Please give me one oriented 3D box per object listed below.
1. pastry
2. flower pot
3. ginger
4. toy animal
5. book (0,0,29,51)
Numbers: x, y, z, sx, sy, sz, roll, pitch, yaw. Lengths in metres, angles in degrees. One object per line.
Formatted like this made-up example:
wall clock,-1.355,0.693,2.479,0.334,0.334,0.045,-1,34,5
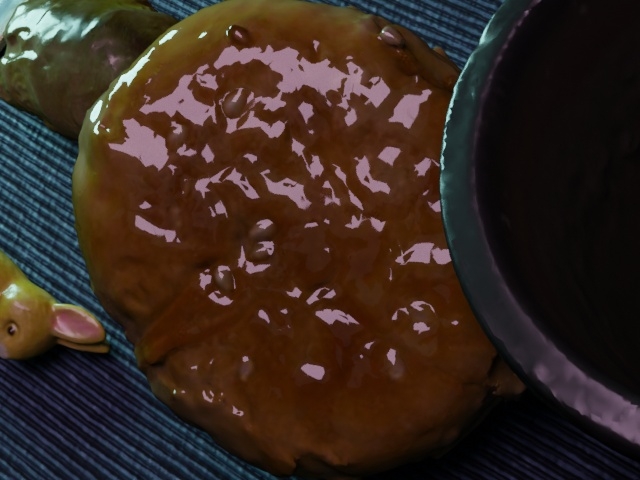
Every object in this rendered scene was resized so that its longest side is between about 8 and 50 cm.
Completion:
pastry,0.000,0.000,1.037,0.284,0.184,0.315,-43,83,8
flower pot,0.266,0.003,0.904,0.379,0.251,0.379,-8,61,15
ginger,-0.138,-0.117,1.218,0.263,0.109,0.116,29,45,31
toy animal,-0.224,0.048,1.175,0.159,0.083,0.070,27,81,22
book,-0.313,-0.264,1.424,0.228,0.018,0.322,25,73,30
